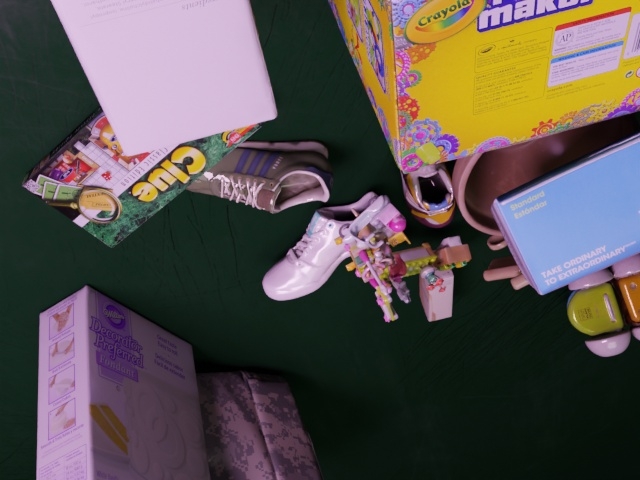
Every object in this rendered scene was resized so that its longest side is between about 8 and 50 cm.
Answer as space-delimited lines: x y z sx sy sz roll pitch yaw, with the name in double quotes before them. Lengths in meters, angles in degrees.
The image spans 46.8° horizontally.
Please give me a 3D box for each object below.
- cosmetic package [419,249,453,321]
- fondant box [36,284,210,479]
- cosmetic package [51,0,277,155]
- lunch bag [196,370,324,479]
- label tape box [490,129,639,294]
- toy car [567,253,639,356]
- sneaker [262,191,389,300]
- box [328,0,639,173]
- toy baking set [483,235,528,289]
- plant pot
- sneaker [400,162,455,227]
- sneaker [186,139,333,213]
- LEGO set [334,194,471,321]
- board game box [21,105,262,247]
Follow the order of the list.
"cosmetic package" 0.185 0.073 1.189 0.041 0.060 0.115 -13 139 -3
"fondant box" -0.269 0.256 1.030 0.096 0.330 0.238 -31 138 15
"cosmetic package" -0.137 -0.232 0.588 0.138 0.224 0.225 -16 140 -1
"lunch bag" -0.167 0.371 1.231 0.256 0.305 0.212 15 131 -39
"label tape box" 0.309 -0.043 0.747 0.249 0.115 0.347 -26 178 12
"toy car" 0.517 0.109 1.303 0.182 0.159 0.136 -17 177 1
"sneaker" 0.000 0.000 1.035 0.212 0.080 0.094 -32 135 3
"box" 0.162 -0.245 0.635 0.289 0.279 0.177 -15 141 -3
"toy baking set" 0.338 -0.024 1.035 0.256 0.197 0.030 -26 116 15
"plant pot" 0.272 -0.122 0.951 0.237 0.110 0.237 -10 140 -9
"sneaker" 0.149 -0.059 1.002 0.069 0.084 0.185 -23 140 8
"sneaker" -0.075 -0.072 0.906 0.192 0.086 0.064 -7 140 -11
"LEGO set" 0.119 0.044 1.000 0.132 0.107 0.287 -40 148 18
"board game box" -0.206 -0.103 0.851 0.259 0.030 0.136 -36 126 22
